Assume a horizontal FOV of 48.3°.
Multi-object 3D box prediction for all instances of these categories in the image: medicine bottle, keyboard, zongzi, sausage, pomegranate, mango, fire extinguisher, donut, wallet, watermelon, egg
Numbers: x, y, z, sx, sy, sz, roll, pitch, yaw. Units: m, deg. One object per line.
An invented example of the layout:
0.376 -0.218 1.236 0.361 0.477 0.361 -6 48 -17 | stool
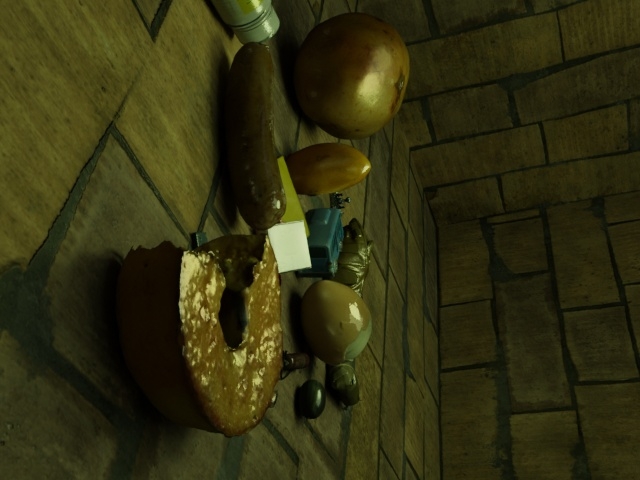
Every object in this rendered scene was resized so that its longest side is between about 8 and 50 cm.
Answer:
-0.209 -0.626 1.798 0.258 0.143 0.143 58 28 -52 | medicine bottle
-0.243 0.069 1.521 0.055 0.014 0.176 -7 87 -73 | keyboard
0.070 0.414 2.213 0.189 0.081 0.178 69 6 -52 | zongzi
-0.168 -0.265 1.743 0.123 0.136 0.501 98 -14 -72 | sausage
0.092 -0.532 2.321 0.416 0.416 0.417 -10 90 -72 | pomegranate
0.027 -0.214 2.100 0.187 0.256 0.138 -66 142 -59 | mango
-0.076 0.322 1.851 0.157 0.045 0.078 21 83 -70 | fire extinguisher
-0.215 0.171 1.316 0.435 0.163 0.378 8 79 -71 | donut
-0.113 -0.103 1.946 0.141 0.067 0.241 -36 110 -65 | wallet
-0.023 0.425 1.899 0.078 0.078 0.111 56 30 -51 | watermelon
0.039 0.224 2.000 0.244 0.201 0.201 61 23 -15 | egg

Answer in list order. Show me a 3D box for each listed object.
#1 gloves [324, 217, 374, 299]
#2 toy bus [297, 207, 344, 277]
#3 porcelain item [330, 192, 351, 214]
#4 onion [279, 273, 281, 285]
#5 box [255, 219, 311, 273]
0.088 0.074 2.309 0.141 0.154 0.331 47 44 -62 | gloves
0.000 0.000 2.107 0.234 0.116 0.134 -73 158 -56 | toy bus
0.072 -0.136 2.485 0.021 0.075 0.136 10 70 -72 | porcelain item
-0.140 0.112 1.696 0.107 0.097 0.107 -54 164 -22 | onion
-0.095 0.019 1.846 0.130 0.051 0.129 -10 89 -42 | box
